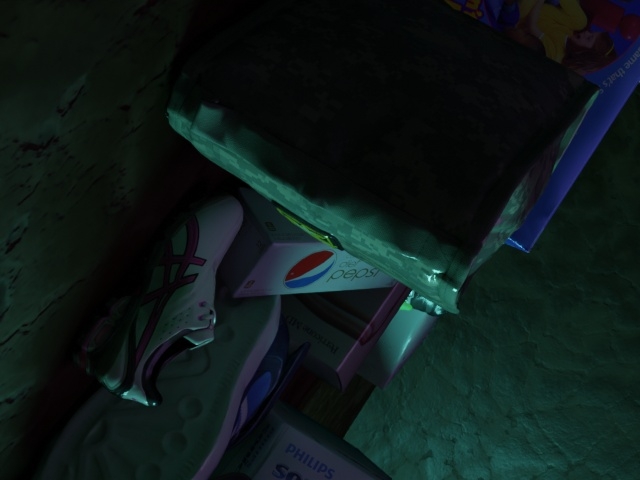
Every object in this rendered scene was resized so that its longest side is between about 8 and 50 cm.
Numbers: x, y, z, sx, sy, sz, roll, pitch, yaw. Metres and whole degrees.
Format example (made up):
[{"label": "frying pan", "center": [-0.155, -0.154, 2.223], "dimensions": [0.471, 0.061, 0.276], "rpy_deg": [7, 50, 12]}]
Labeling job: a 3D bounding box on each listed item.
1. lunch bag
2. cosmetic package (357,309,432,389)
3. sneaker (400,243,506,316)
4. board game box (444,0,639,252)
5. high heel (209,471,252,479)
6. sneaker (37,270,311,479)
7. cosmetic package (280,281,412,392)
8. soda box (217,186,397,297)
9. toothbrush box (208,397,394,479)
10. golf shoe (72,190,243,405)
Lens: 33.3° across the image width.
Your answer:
[{"label": "lunch bag", "center": [0.046, -0.075, 0.791], "dimensions": [0.287, 0.235, 0.169], "rpy_deg": [-39, 158, -56]}, {"label": "cosmetic package", "center": [0.144, 0.103, 1.907], "dimensions": [0.224, 0.138, 0.224], "rpy_deg": [-41, 159, -54]}, {"label": "sneaker", "center": [0.234, -0.102, 1.494], "dimensions": [0.483, 0.202, 0.185], "rpy_deg": [-53, -171, -2]}, {"label": "board game box", "center": [0.204, -0.196, 1.101], "dimensions": [0.347, 0.233, 0.078], "rpy_deg": [-57, -167, 1]}, {"label": "high heel", "center": [-0.181, 0.329, 0.901], "dimensions": [0.377, 0.127, 0.181], "rpy_deg": [-34, -159, -15]}, {"label": "sneaker", "center": [-0.133, 0.188, 1.015], "dimensions": [0.323, 0.130, 0.236], "rpy_deg": [-57, 166, -28]}, {"label": "cosmetic package", "center": [0.045, 0.002, 1.209], "dimensions": [0.296, 0.153, 0.129], "rpy_deg": [-56, 167, -13]}, {"label": "soda box", "center": [0.000, 0.000, 0.991], "dimensions": [0.216, 0.069, 0.074], "rpy_deg": [-2, 139, -46]}, {"label": "toothbrush box", "center": [-0.025, 0.272, 1.206], "dimensions": [0.126, 0.216, 0.295], "rpy_deg": [-57, -163, -6]}, {"label": "golf shoe", "center": [-0.110, 0.046, 0.855], "dimensions": [0.186, 0.086, 0.067], "rpy_deg": [-55, 167, -15]}]
